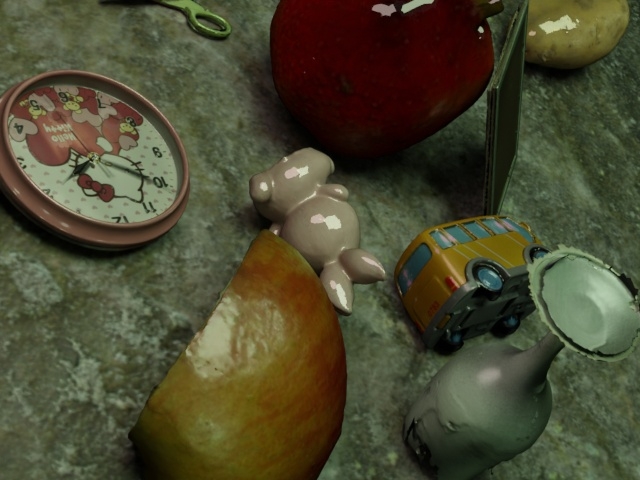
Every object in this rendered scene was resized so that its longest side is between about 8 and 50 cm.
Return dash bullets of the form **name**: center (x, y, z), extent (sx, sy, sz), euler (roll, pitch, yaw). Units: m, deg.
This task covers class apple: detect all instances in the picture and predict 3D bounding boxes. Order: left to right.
- **apple**: center (-0.070, 0.131, 1.364), extent (0.179, 0.254, 0.346), euler (3, 38, 23)

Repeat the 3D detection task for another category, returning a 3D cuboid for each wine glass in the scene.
- **wine glass**: center (0.209, 0.146, 1.398), extent (0.143, 0.321, 0.143), euler (14, 49, -17)

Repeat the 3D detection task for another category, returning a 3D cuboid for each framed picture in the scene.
- **framed picture**: center (0.244, -0.153, 1.723), extent (0.017, 0.274, 0.217), euler (10, 42, 15)

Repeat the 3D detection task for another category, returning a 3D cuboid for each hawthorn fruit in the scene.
- **hawthorn fruit**: center (0.093, -0.244, 1.643), extent (0.265, 0.307, 0.265), euler (38, 46, -54)

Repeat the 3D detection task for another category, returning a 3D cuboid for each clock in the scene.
- **clock**: center (-0.260, -0.094, 1.464), extent (0.244, 0.056, 0.244), euler (20, 46, -22)

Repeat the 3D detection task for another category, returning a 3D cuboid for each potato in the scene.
- **potato**: center (0.395, -0.339, 2.055), extent (0.161, 0.128, 0.234), euler (29, 47, 12)

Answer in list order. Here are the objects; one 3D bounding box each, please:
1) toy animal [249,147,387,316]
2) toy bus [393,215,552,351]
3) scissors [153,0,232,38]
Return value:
- **toy animal**: center (0.001, 0.000, 1.529), extent (0.124, 0.124, 0.212), euler (-14, 66, -40)
- **toy bus**: center (0.193, 0.042, 1.612), extent (0.210, 0.126, 0.136), euler (-11, 55, -39)
- **scissors**: center (-0.210, -0.328, 1.708), extent (0.187, 0.020, 0.133), euler (3, 52, -34)
